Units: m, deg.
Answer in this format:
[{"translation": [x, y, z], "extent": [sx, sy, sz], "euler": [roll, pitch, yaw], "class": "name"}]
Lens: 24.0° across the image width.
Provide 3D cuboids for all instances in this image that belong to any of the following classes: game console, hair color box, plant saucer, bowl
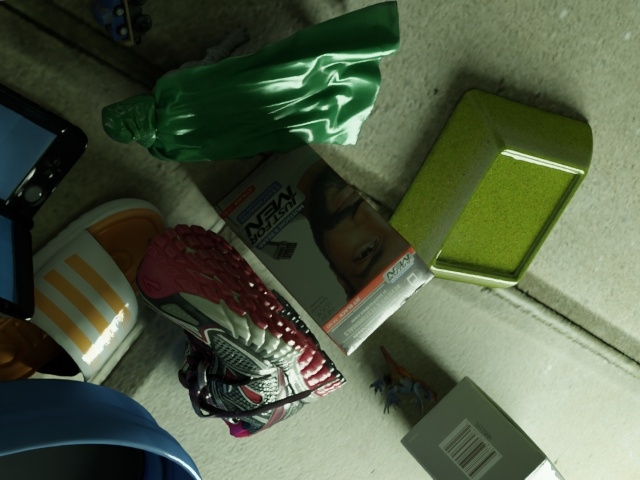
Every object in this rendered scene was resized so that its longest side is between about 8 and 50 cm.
[{"translation": [-0.224, -0.033, 1.017], "extent": [0.124, 0.085, 0.144], "euler": [-50, 140, 8], "class": "game console"}, {"translation": [0.000, 0.000, 1.169], "extent": [0.093, 0.167, 0.053], "euler": [-43, 140, -2], "class": "hair color box"}, {"translation": [0.160, -0.032, 1.371], "extent": [0.188, 0.045, 0.188], "euler": [10, 117, -45], "class": "plant saucer"}, {"translation": [-0.279, 0.252, 1.178], "extent": [0.391, 0.077, 0.391], "euler": [-21, 145, -16], "class": "bowl"}]

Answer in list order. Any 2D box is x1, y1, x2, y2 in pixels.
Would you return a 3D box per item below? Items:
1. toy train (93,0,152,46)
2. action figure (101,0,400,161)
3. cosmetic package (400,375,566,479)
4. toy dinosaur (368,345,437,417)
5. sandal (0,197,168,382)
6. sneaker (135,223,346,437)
[{"translation": [-0.141, -0.193, 0.994], "extent": [0.036, 0.027, 0.158], "euler": [-24, 136, -17], "class": "toy train"}, {"translation": [-0.056, -0.108, 1.110], "extent": [0.232, 0.063, 0.137], "euler": [-17, 135, -34], "class": "action figure"}, {"translation": [0.183, 0.244, 1.543], "extent": [0.107, 0.127, 0.238], "euler": [-46, 152, 0], "class": "cosmetic package"}, {"translation": [0.088, 0.140, 1.468], "extent": [0.082, 0.047, 0.090], "euler": [-19, 127, -52], "class": "toy dinosaur"}, {"translation": [-0.208, 0.081, 1.136], "extent": [0.265, 0.076, 0.102], "euler": [-41, 140, -5], "class": "sandal"}, {"translation": [-0.072, 0.089, 1.205], "extent": [0.112, 0.121, 0.299], "euler": [-38, 150, 0], "class": "sneaker"}]
